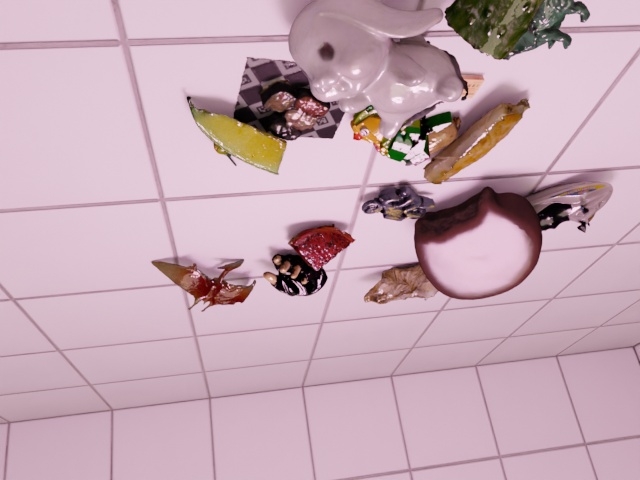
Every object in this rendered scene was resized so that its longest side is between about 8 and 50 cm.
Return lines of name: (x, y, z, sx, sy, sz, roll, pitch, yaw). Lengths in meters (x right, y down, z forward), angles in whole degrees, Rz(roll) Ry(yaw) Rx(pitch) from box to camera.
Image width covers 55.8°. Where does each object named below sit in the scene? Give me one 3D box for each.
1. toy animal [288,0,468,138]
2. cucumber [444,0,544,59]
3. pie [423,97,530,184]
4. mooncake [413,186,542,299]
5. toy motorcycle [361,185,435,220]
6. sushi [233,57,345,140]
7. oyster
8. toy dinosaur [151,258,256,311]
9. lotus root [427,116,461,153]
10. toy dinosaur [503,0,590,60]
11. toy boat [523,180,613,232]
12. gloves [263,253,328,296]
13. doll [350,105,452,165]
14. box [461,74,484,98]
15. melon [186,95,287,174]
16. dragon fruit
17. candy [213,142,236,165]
toy animal: (0.096, -0.307, 1.010, 0.249, 0.174, 0.289, -13, 156, 33)
cucumber: (0.308, -0.409, 0.930, 0.134, 0.134, 0.244, 6, 142, -28)
pie: (0.346, -0.218, 1.349, 0.128, 0.068, 0.282, -18, 161, -43)
mooncake: (0.416, 0.003, 1.649, 0.333, 0.174, 0.326, 26, 124, 0)
toy motorcycle: (0.210, -0.099, 1.572, 0.193, 0.061, 0.124, 6, 147, -24)
sushi: (-0.049, -0.255, 1.194, 0.231, 0.047, 0.220, 0, 152, -18)
oyster: (0.303, 0.140, 2.020, 0.341, 0.111, 0.166, -11, 159, -2)
toy dinosaur: (-0.337, 0.121, 1.808, 0.327, 0.113, 0.207, -6, 129, -30)
lotus root: (0.243, -0.224, 1.334, 0.151, 0.063, 0.072, -29, 157, 26)
toy dinosaur: (0.415, -0.398, 1.009, 0.120, 0.079, 0.292, 46, 133, -16)
toy boat: (0.667, -0.084, 1.676, 0.269, 0.141, 0.140, -7, 157, 29)
gloves: (-0.079, 0.094, 1.793, 0.164, 0.124, 0.203, -23, 137, 8)
doll: (0.156, -0.231, 1.245, 0.186, 0.106, 0.134, 16, 139, -11)
box: (0.278, -0.312, 1.224, 0.092, 0.015, 0.058, -2, 154, -17)
melon: (-0.162, -0.208, 1.204, 0.261, 0.053, 0.114, 27, 151, -36)
dragon fruit: (-0.001, 0.000, 1.691, 0.161, 0.120, 0.127, -34, 110, -5)
candy: (-0.199, -0.186, 1.307, 0.035, 0.035, 0.123, -29, 160, 1)
